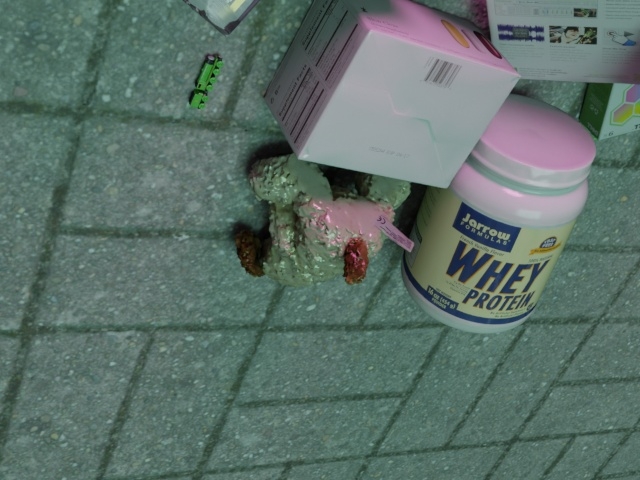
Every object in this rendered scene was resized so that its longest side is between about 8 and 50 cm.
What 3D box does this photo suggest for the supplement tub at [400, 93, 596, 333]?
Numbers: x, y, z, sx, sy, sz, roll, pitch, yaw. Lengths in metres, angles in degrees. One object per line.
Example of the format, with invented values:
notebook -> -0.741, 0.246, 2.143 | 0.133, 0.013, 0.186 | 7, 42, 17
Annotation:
supplement tub -> 0.274, -0.040, 1.531 | 0.235, 0.235, 0.325 | -6, 133, -24

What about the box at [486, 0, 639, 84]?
box -> 0.336, -0.320, 1.286 | 0.232, 0.058, 0.322 | 6, 157, 17

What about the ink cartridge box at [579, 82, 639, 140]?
ink cartridge box -> 0.492, -0.228, 1.596 | 0.109, 0.062, 0.209 | -15, 137, -17

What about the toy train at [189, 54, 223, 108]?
toy train -> -0.152, -0.210, 1.294 | 0.023, 0.017, 0.083 | 12, 125, -24

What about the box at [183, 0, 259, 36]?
box -> -0.084, -0.453, 0.963 | 0.318, 0.097, 0.395 | 38, 107, -23

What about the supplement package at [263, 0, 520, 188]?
supplement package -> 0.095, -0.209, 1.333 | 0.262, 0.145, 0.204 | 8, 127, -35

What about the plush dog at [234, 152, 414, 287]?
plush dog -> 0.000, 0.000, 1.479 | 0.262, 0.211, 0.225 | 1, 157, -27
